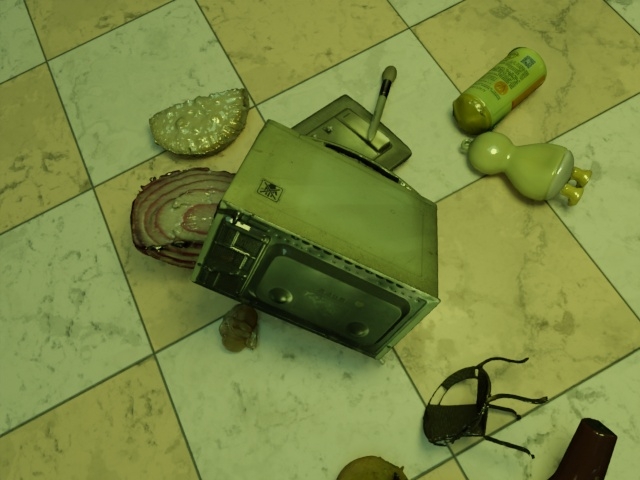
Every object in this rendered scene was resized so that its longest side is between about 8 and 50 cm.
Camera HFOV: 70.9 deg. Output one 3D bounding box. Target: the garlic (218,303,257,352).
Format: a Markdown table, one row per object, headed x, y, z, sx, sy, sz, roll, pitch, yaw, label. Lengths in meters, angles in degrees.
| x | y | z | sx | sy | sz | roll | pitch | yaw | label |
| --- | --- | --- | --- | --- | --- | --- | --- | --- | --- |
| -0.191 | 0.197 | 1.024 | 0.074 | 0.094 | 0.113 | 6 | 73 | 51 | garlic |

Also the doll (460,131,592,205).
| x | y | z | sx | sy | sz | roll | pitch | yaw | label |
| --- | --- | --- | --- | --- | --- | --- | --- | --- | --- |
| 0.477 | -0.181 | 1.070 | 0.296 | 0.117 | 0.142 | 27 | 82 | 28 | doll |

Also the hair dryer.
| x | y | z | sx | sy | sz | roll | pitch | yaw | label |
| --- | --- | --- | --- | --- | --- | --- | --- | --- | --- |
| 0.331 | 0.447 | 0.795 | 0.339 | 0.123 | 0.313 | 12 | 97 | -2 | hair dryer |

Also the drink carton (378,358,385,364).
| x | y | z | sx | sy | sz | roll | pitch | yaw | label |
| --- | --- | --- | --- | --- | --- | --- | --- | --- | --- |
| 0.071 | 0.190 | 0.994 | 0.199 | 0.084 | 0.075 | 30 | 87 | 14 | drink carton |

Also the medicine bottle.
| x | y | z | sx | sy | sz | roll | pitch | yaw | label |
| --- | --- | --- | --- | --- | --- | --- | --- | --- | --- |
| 0.442 | -0.367 | 1.128 | 0.238 | 0.124 | 0.124 | -42 | 72 | -7 | medicine bottle |

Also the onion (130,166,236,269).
| x | y | z | sx | sy | sz | roll | pitch | yaw | label |
| --- | --- | --- | --- | --- | --- | --- | --- | --- | --- |
| -0.284 | -0.052 | 1.092 | 0.313 | 0.146 | 0.280 | -7 | 48 | -12 | onion |

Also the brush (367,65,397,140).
| x | y | z | sx | sy | sz | roll | pitch | yaw | label |
| --- | --- | --- | --- | --- | --- | --- | --- | --- | --- |
| 0.157 | -0.354 | 1.157 | 0.039 | 0.042 | 0.300 | 27 | 57 | -14 | brush |

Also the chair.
| x | y | z | sx | sy | sz | roll | pitch | yaw | label |
| --- | --- | --- | --- | --- | --- | --- | --- | --- | --- |
| 0.307 | 0.323 | 0.878 | 0.212 | 0.174 | 0.149 | -3 | 110 | 10 | chair |

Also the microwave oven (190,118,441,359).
| x | y | z | sx | sy | sz | roll | pitch | yaw | label |
| --- | --- | --- | --- | --- | --- | --- | --- | --- | --- |
| 0.000 | 0.000 | 0.888 | 0.393 | 0.247 | 0.333 | 25 | 43 | -9 | microwave oven |

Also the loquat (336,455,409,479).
| x | y | z | sx | sy | sz | roll | pitch | yaw | label |
| --- | --- | --- | --- | --- | --- | --- | --- | --- | --- |
| 0.093 | 0.508 | 0.849 | 0.204 | 0.149 | 0.172 | -39 | 71 | 10 | loquat |

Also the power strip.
| x | y | z | sx | sy | sz | roll | pitch | yaw | label |
| --- | --- | --- | --- | --- | --- | --- | --- | --- | --- |
| 0.059 | -0.224 | 1.134 | 0.251 | 0.092 | 0.257 | -39 | 70 | -17 | power strip |

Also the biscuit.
| x | y | z | sx | sy | sz | roll | pitch | yaw | label |
| --- | --- | --- | --- | --- | --- | --- | --- | --- | --- |
| -0.312 | -0.310 | 1.208 | 0.280 | 0.084 | 0.179 | -22 | 70 | -2 | biscuit |
